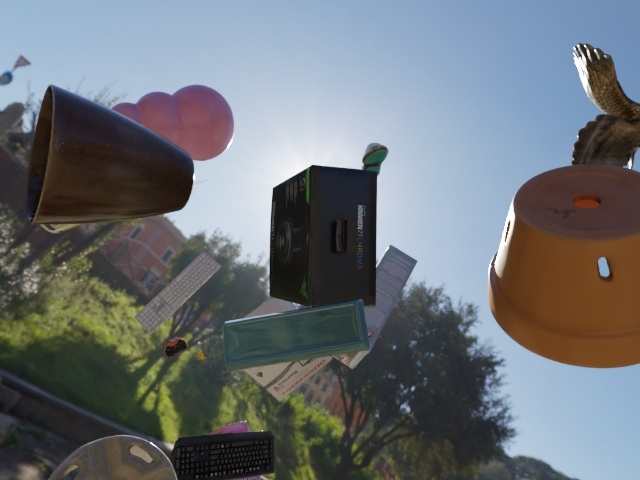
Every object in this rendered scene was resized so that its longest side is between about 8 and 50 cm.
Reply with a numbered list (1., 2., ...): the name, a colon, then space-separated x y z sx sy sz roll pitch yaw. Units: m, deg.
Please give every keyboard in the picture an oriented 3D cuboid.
1. keyboard: -0.253 0.622 1.246 0.317 0.202 0.033 15 -21 -40
2. keyboard: -0.388 0.138 1.278 0.072 0.256 0.014 39 -20 13

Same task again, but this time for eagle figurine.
1. eagle figurine: 0.595 -0.234 0.905 0.298 0.226 0.225 9 -59 -5

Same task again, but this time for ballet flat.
1. ballet flat: 0.149 -0.241 1.348 0.073 0.067 0.206 -4 -16 -6

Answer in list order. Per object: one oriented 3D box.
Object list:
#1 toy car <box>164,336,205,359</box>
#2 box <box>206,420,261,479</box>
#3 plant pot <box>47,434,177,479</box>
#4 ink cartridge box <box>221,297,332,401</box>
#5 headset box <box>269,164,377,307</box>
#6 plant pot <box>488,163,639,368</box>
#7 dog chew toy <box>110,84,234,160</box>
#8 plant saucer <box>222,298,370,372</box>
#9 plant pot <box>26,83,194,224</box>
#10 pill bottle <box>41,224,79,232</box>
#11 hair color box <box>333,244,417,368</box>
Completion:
1. toy car: -0.370 0.297 1.260 0.040 0.060 0.122 44 -8 42
2. box: -0.349 0.831 1.727 0.213 0.243 0.117 -37 -30 31
3. plant pot: -0.404 0.529 0.883 0.334 0.334 0.305 30 -45 0
4. ink cartridge box: -0.108 0.291 1.267 0.115 0.198 0.273 46 -10 41
5. headset box: 0.000 0.000 0.908 0.131 0.246 0.283 2 -3 -21
6. plant pot: 0.409 0.018 0.723 0.291 0.291 0.203 12 -45 35
7. dog chew toy: -0.407 -0.309 1.256 0.206 0.331 0.207 32 -53 54
8. plant saucer: -0.036 0.121 0.599 0.192 0.067 0.018 -10 -23 6
9. plant pot: -0.341 -0.118 0.784 0.230 0.215 0.215 9 -8 -38
10. pill bottle: -0.654 -0.106 1.276 0.208 0.119 0.119 -19 -37 5
11. hair color box: 0.168 0.211 1.522 0.113 0.374 0.185 32 -34 7
